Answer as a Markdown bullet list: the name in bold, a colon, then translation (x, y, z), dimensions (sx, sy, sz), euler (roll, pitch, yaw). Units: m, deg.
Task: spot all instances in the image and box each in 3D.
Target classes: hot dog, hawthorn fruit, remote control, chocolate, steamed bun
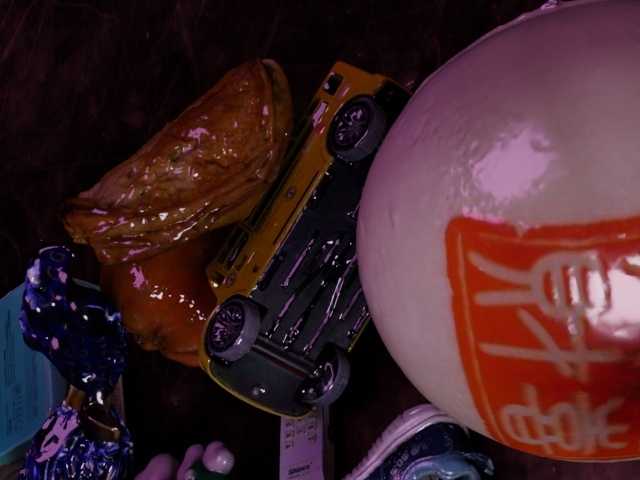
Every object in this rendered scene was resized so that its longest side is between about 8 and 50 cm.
- **hot dog**: translation (-0.123, -0.065, 1.627), dimensions (0.259, 0.114, 0.175), euler (-39, 11, -13)
- **hawthorn fruit**: translation (-0.143, 0.037, 1.768), dimensions (0.189, 0.189, 0.189), euler (-21, 61, 42)
- **remote control**: translation (-0.011, 0.182, 1.669), dimensions (0.065, 0.029, 0.166), euler (-25, 53, 39)
- **chocolate**: translation (-0.247, 0.146, 1.723), dimensions (0.148, 0.126, 0.343), euler (39, 136, 40)
- **steamed bun**: translation (0.213, 0.019, 1.212), dimensions (0.374, 0.374, 0.241), euler (-38, 35, 32)

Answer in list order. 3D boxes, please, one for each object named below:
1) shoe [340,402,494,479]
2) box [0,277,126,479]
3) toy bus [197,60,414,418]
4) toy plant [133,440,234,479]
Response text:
- **shoe**: translation (0.071, 0.246, 1.502), dimensions (0.207, 0.091, 0.106), euler (-52, 38, 16)
- **box**: translation (-0.370, 0.195, 1.994), dimensions (0.311, 0.118, 0.205), euler (-33, 51, 35)
- **toy bus**: translation (0.000, 0.000, 1.624), dimensions (0.331, 0.145, 0.151), euler (-58, 35, 2)
- **toy plant**: translation (-0.157, 0.325, 1.706), dimensions (0.243, 0.113, 0.232), euler (-21, 54, 53)
